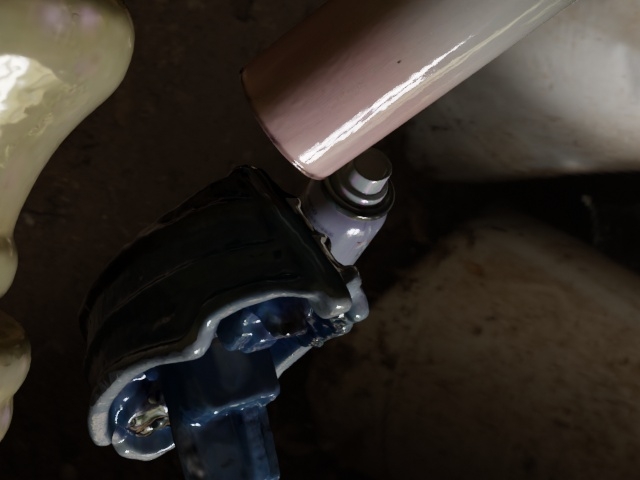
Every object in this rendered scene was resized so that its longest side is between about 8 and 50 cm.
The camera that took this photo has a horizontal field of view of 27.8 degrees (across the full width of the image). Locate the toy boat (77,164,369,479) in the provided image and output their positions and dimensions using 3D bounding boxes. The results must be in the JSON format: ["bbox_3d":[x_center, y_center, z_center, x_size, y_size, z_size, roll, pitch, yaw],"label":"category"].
[{"bbox_3d":[-0.054,0.070,0.694,0.129,0.309,0.142,-13,74,-29],"label":"toy boat"}]

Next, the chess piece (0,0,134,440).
[{"bbox_3d":[-0.133,0.029,0.382,0.117,0.117,0.397,17,94,-39],"label":"chess piece"}]

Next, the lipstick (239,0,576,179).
[{"bbox_3d":[0.104,-0.160,0.737,0.327,0.087,0.087,-35,129,19],"label":"lipstick"}]

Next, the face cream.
[{"bbox_3d":[0.000,0.000,1.143,0.075,0.229,0.075,14,52,-18],"label":"face cream"}]
